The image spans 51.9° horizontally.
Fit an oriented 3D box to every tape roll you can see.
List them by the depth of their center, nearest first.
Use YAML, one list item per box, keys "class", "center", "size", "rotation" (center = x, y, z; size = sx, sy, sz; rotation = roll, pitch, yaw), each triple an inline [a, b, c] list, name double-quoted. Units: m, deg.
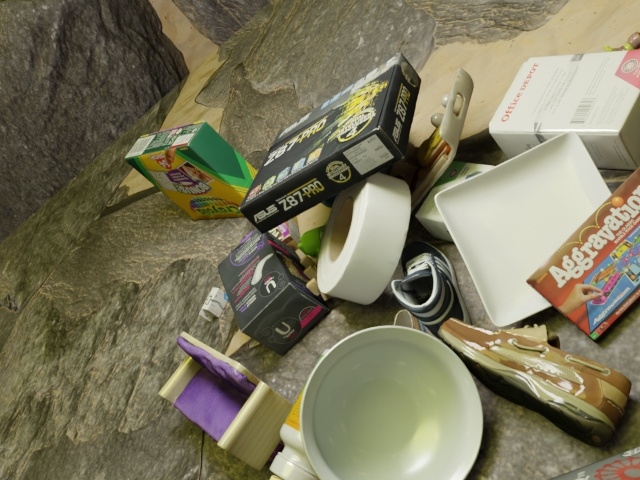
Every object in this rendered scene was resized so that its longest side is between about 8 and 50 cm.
- class: "tape roll"
  center: [0.087, -0.011, 1.407]
  size: [0.286, 0.100, 0.286]
  rotation: [-164, 90, -77]

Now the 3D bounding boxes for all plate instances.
- class: "plate"
  center: [0.381, -0.018, 1.164]
  size: [0.277, 0.045, 0.277]
  rotation: [-26, 67, 11]

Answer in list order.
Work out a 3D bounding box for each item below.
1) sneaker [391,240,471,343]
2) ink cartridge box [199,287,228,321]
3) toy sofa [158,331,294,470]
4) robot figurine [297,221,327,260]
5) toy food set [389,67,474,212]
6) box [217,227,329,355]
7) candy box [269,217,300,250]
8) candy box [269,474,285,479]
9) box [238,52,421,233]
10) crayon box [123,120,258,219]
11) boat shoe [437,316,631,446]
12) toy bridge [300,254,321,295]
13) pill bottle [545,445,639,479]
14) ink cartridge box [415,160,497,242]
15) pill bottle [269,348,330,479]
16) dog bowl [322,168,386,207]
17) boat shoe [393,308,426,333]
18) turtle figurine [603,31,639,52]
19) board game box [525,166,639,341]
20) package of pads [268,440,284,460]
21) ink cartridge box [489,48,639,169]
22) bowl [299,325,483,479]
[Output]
- class: "sneaker"
  center: [0.196, 0.066, 1.284]
  size: [0.099, 0.153, 0.282]
  rotation: [-36, 37, 15]
- class: "ink cartridge box"
  center: [-0.286, 0.175, 1.775]
  size: [0.028, 0.048, 0.083]
  rotation: [3, 60, 48]
- class: "toy sofa"
  center: [-0.225, 0.332, 1.411]
  size: [0.150, 0.177, 0.363]
  rotation: [-55, 29, -16]
- class: "robot figurine"
  center: [0.000, 0.000, 1.626]
  size: [0.115, 0.067, 0.101]
  rotation: [-20, 35, 33]
- class: "toy food set"
  center: [0.223, -0.207, 1.455]
  size: [0.306, 0.093, 0.219]
  rotation: [-58, 8, 53]
- class: "box"
  center: [-0.120, 0.114, 1.575]
  size: [0.165, 0.143, 0.270]
  rotation: [-45, 35, 9]
- class: "candy box"
  center: [-0.118, -0.031, 1.792]
  size: [0.109, 0.053, 0.186]
  rotation: [-33, 36, 19]
- class: "candy box"
  center: [0.055, 0.483, 1.008]
  size: [0.317, 0.183, 0.087]
  rotation: [9, 63, 50]
- class: "box"
  center: [0.025, -0.210, 1.445]
  size: [0.395, 0.097, 0.318]
  rotation: [-26, 27, 35]
- class: "crayon box"
  center: [-0.367, -0.197, 1.985]
  size: [0.363, 0.313, 0.106]
  rotation: [-1, 53, 46]
- class: "boat shoe"
  center: [0.339, 0.200, 1.054]
  size: [0.120, 0.122, 0.324]
  rotation: [-50, 43, -12]
- class: "toy bridge"
  center: [-0.011, 0.088, 1.554]
  size: [0.026, 0.063, 0.188]
  rotation: [-43, 16, 7]
- class: "pill bottle"
  center: [0.316, 0.396, 0.796]
  size: [0.363, 0.210, 0.210]
  rotation: [-31, 38, 22]
- class: "ink cartridge box"
  center: [0.324, -0.069, 1.333]
  size: [0.212, 0.093, 0.154]
  rotation: [20, 71, 51]
- class: "pill bottle"
  center: [0.009, 0.341, 1.232]
  size: [0.136, 0.136, 0.245]
  rotation: [10, 64, 50]
- class: "dog bowl"
  center: [0.091, -0.198, 1.646]
  size: [0.297, 0.166, 0.074]
  rotation: [-42, 59, 7]
- class: "boat shoe"
  center: [0.161, 0.201, 1.266]
  size: [0.066, 0.066, 0.183]
  rotation: [-26, 41, 27]
- class: "turtle figurine"
  center: [0.682, -0.429, 1.306]
  size: [0.217, 0.087, 0.269]
  rotation: [-40, 44, 24]
- class: "board game box"
  center: [0.490, 0.015, 1.076]
  size: [0.281, 0.027, 0.145]
  rotation: [-46, 65, 2]
- class: "package of pads"
  center: [-0.116, 0.419, 1.380]
  size: [0.050, 0.032, 0.083]
  rotation: [-54, 36, -4]
- class: "ink cartridge box"
  center: [0.510, -0.258, 1.295]
  size: [0.283, 0.117, 0.207]
  rotation: [13, 67, 50]
- class: "bowl"
  center: [0.110, 0.297, 1.112]
  size: [0.297, 0.298, 0.134]
  rotation: [-58, -3, -14]
